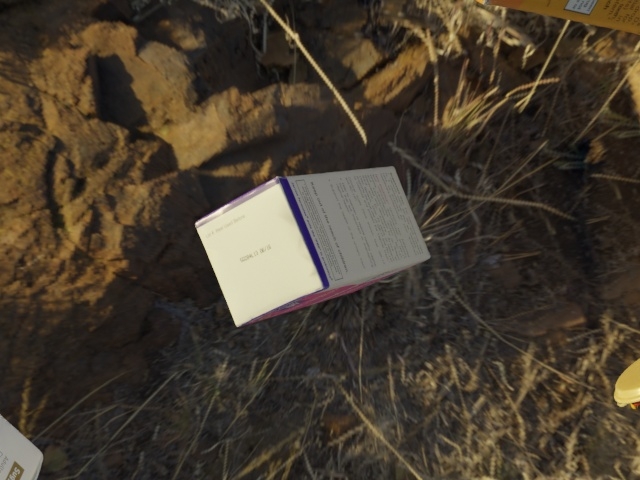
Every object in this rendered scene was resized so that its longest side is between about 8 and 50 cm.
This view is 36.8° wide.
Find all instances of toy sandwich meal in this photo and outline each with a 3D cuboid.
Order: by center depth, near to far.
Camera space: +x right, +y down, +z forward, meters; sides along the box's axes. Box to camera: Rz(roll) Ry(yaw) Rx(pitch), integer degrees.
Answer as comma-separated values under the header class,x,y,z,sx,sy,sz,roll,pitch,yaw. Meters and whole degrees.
class,x,y,z,sx,sy,sz,roll,pitch,yaw
toy sandwich meal,0.249,0.097,0.682,0.085,0.085,0.029,-35,90,0

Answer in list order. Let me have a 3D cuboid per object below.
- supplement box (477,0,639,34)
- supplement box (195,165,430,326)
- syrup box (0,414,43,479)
class,x,y,z,sx,sy,sz,roll,pitch,yaw
supplement box,0.174,-0.170,0.570,0.233,0.078,0.080,-1,127,-34
supplement box,0.000,0.000,0.959,0.111,0.220,0.114,-26,83,33
syrup box,-0.266,0.088,0.492,0.093,0.096,0.237,-27,118,23
